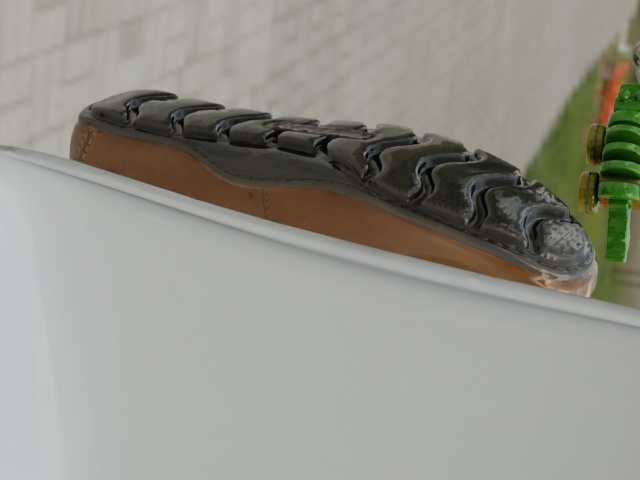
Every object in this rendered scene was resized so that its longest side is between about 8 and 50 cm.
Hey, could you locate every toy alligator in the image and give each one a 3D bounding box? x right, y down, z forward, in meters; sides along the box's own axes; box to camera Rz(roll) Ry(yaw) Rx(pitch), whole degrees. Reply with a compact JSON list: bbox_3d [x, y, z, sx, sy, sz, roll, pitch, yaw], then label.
[{"bbox_3d":[0.210,-0.075,1.265,0.051,0.056,0.189,70,29,-57],"label":"toy alligator"}]

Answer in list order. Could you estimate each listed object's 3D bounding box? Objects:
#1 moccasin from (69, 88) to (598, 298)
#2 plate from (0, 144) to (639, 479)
[{"bbox_3d":[-0.001,0.001,1.232,0.139,0.380,0.147,-36,132,-60],"label":"moccasin"},{"bbox_3d":[0.012,0.110,0.629,0.045,0.277,0.278,-46,145,-51],"label":"plate"}]
